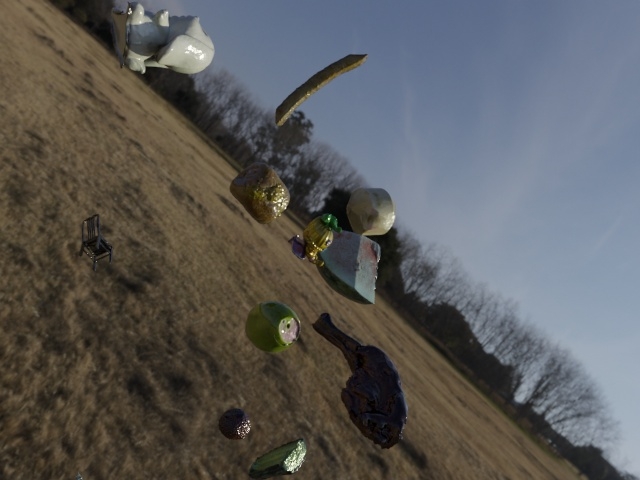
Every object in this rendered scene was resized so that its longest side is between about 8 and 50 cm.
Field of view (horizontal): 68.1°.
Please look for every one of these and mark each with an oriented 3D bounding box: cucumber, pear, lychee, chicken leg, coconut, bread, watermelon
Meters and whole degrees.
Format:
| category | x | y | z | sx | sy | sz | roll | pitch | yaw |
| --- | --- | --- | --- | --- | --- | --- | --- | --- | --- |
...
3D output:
| category | x | y | z | sx | sy | sz | roll | pitch | yaw |
| --- | --- | --- | --- | --- | --- | --- | --- | --- | --- |
| cucumber | -0.140 | 0.748 | 1.585 | 0.115 | 0.192 | 0.086 | -60 | 129 | -73 |
| pear | -0.184 | 0.310 | 1.713 | 0.219 | 0.188 | 0.187 | 7 | -26 | 45 |
| lychee | -0.341 | 0.739 | 1.898 | 0.129 | 0.123 | 0.123 | 56 | 1 | -5 |
| chicken leg | 0.096 | 0.316 | 1.132 | 0.157 | 0.096 | 0.407 | -2 | 32 | -22 |
| coconut | 0.223 | -0.129 | 2.171 | 0.241 | 0.241 | 0.241 | 43 | 2 | -2 |
| bread | -0.233 | -0.185 | 1.978 | 0.176 | 0.195 | 0.246 | 35 | -13 | 45 |
| watermelon | 0.080 | 0.045 | 1.542 | 0.290 | 0.213 | 0.320 | 52 | 6 | -13 |

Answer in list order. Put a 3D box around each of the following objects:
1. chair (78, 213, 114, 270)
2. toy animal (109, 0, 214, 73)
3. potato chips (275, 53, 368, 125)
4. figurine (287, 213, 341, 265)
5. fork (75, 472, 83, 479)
| category | x | y | z | sx | sy | sz | roll | pitch | yaw |
| --- | --- | --- | --- | --- | --- | --- | --- | --- | --- |
| chair | -0.863 | 0.002 | 1.830 | 0.213 | 0.084 | 0.102 | -114 | -179 | -46 |
| toy animal | -0.443 | -0.555 | 1.332 | 0.288 | 0.174 | 0.249 | 1 | 20 | -17 |
| potato chips | -0.011 | -0.552 | 1.686 | 0.080 | 0.406 | 0.057 | 53 | -1 | 14 |
| figurine | 0.000 | 0.000 | 1.299 | 0.115 | 0.156 | 0.095 | 49 | 25 | -5 |
| fork | -0.424 | 0.481 | 0.868 | 0.016 | 0.012 | 0.115 | -18 | 65 | -43 |
